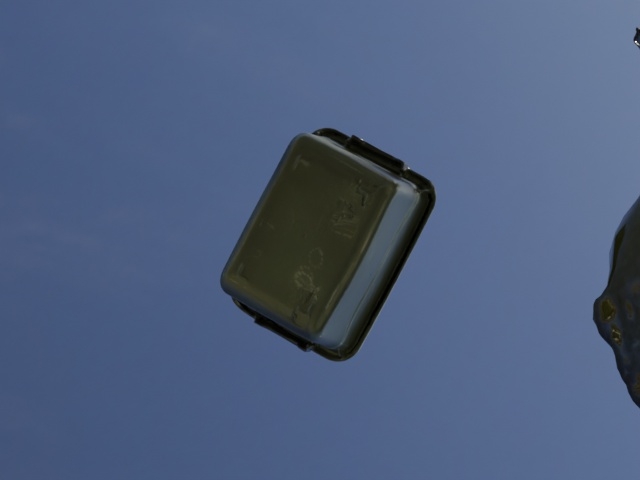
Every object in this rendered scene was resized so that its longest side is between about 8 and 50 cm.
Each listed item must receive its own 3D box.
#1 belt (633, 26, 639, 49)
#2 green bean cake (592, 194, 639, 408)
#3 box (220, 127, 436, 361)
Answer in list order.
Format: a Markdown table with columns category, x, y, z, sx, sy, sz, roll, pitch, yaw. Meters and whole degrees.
| category | x | y | z | sx | sy | sz | roll | pitch | yaw |
| --- | --- | --- | --- | --- | --- | --- | --- | --- | --- |
| belt | 0.477 | -0.241 | 1.783 | 0.295 | 0.207 | 0.160 | -48 | -62 | -2 |
| green bean cake | 0.328 | 0.036 | 0.960 | 0.202 | 0.285 | 0.310 | 9 | -134 | -30 |
| box | 0.000 | 0.000 | 1.415 | 0.124 | 0.093 | 0.172 | 28 | -87 | 17 |
